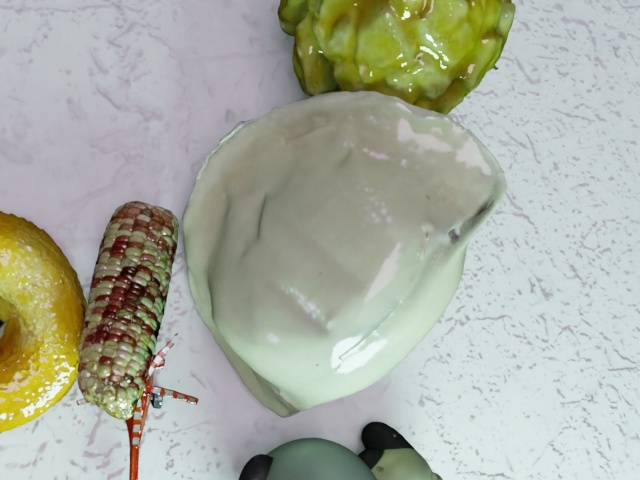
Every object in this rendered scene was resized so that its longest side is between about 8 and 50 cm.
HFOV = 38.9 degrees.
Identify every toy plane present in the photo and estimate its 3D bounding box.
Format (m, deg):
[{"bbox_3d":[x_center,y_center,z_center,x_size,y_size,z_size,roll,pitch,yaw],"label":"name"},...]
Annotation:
[{"bbox_3d":[-0.198,0.202,1.014,0.126,0.077,0.194,-18,92,-15],"label":"toy plane"}]

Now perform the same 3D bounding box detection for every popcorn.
[{"bbox_3d":[0.093,-0.265,1.045,0.282,0.282,0.247,-43,95,-15],"label":"popcorn"}]

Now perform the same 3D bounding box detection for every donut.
[{"bbox_3d":[-0.364,0.091,0.963,0.253,0.118,0.253,-4,100,-22],"label":"donut"}]

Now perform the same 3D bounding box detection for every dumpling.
[{"bbox_3d":[0.000,0.000,0.994,0.315,0.233,0.395,45,110,-2],"label":"dumpling"}]

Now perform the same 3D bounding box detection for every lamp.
[{"bbox_3d":[0.019,0.310,1.021,0.244,0.197,0.198,-15,89,-39],"label":"lamp"}]

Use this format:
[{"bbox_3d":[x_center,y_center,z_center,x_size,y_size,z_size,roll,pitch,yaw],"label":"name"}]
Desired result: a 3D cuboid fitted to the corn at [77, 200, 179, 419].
[{"bbox_3d":[-0.208,0.070,0.972,0.086,0.086,0.253,14,55,-14],"label":"corn"}]
